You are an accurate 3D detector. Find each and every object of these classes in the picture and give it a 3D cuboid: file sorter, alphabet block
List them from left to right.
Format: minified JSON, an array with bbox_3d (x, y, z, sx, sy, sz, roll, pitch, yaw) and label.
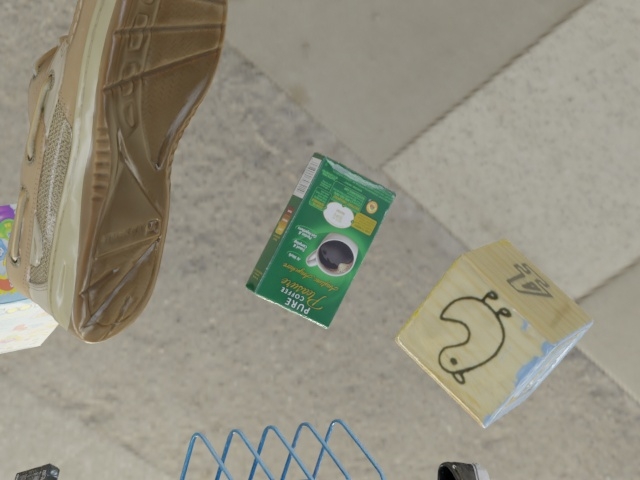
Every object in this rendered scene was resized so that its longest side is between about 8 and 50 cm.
[{"bbox_3d":[-0.039,0.245,1.170,0.170,0.118,0.104,0,121,-33],"label":"file sorter"},{"bbox_3d":[0.270,0.139,1.881,0.197,0.193,0.192,43,115,17],"label":"alphabet block"}]

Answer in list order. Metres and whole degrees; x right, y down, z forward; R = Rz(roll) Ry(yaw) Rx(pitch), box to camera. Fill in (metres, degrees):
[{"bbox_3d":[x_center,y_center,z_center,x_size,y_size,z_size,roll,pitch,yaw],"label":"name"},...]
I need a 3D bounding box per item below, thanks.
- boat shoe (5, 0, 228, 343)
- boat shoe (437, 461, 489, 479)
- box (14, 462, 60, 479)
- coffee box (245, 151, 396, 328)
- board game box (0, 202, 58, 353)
[{"bbox_3d":[-0.159,-0.097,0.858,0.122,0.110,0.341,-10,122,-56],"label":"boat shoe"},{"bbox_3d":[0.192,0.403,1.653,0.076,0.228,0.080,18,144,-21],"label":"boat shoe"},{"bbox_3d":[-0.361,0.323,1.509,0.067,0.083,0.018,-21,133,32],"label":"box"},{"bbox_3d":[0.000,0.000,1.438,0.113,0.040,0.184,26,91,-28],"label":"coffee box"},{"bbox_3d":[-0.457,0.061,1.768,0.144,0.142,0.275,-10,164,-32],"label":"board game box"}]
